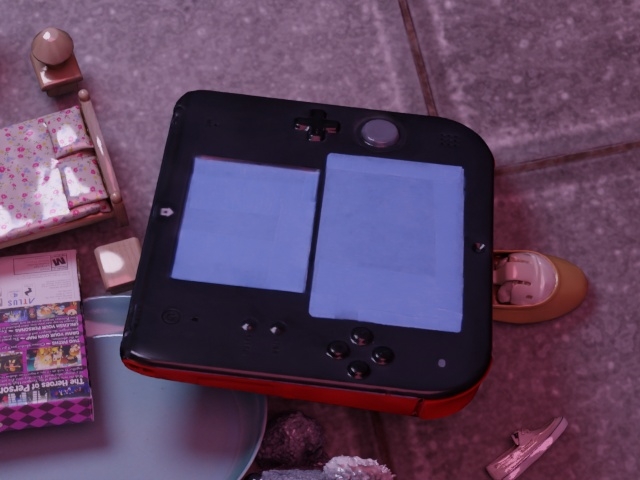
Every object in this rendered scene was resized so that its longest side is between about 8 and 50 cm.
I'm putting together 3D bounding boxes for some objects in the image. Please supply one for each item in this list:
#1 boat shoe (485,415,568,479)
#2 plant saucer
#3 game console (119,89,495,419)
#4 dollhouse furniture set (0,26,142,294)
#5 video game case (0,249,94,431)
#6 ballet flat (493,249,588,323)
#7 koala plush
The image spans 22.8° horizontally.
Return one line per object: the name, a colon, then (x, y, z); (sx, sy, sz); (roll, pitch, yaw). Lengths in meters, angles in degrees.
boat shoe: (0.211, 0.210, 1.637); (0.100, 0.035, 0.035); (-41, 85, -9)
plant saucer: (-0.209, 0.178, 1.525); (0.318, 0.043, 0.317); (0, 43, 0)
game console: (0.000, 0.000, 1.570); (0.342, 0.060, 0.386); (10, 45, -3)
dollhouse furniture set: (-0.364, -0.096, 1.545); (0.303, 0.174, 0.355); (-17, 65, -10)
video game case: (-0.343, 0.101, 1.545); (0.232, 0.041, 0.210); (-6, 43, -9)
ballet flat: (0.173, 0.043, 1.657); (0.232, 0.073, 0.080); (0, 72, -7)
koala plush: (-0.011, 0.272, 1.494); (0.203, 0.221, 0.196); (41, 74, 5)
